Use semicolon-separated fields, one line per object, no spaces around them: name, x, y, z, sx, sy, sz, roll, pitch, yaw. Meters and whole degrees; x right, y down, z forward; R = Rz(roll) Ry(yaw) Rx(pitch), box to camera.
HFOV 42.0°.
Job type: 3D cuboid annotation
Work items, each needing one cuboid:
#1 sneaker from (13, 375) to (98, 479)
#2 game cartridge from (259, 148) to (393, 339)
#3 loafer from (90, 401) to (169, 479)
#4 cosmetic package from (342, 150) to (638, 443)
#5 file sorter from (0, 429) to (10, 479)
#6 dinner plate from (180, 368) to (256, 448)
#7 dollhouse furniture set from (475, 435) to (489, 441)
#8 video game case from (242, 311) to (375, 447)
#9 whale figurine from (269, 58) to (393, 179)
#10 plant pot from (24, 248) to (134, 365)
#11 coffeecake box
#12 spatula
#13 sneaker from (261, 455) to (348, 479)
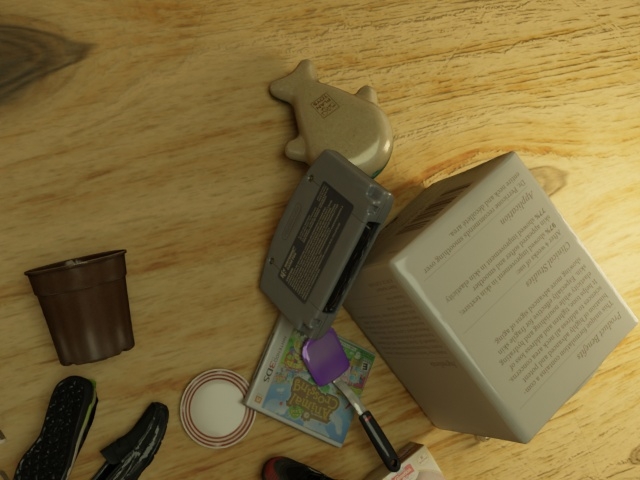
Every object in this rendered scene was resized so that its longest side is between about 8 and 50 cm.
sneaker;-0.417;0.336;1.364;0.084;0.097;0.235;16;67;13
game cartridge;0.000;0.000;1.481;0.062;0.198;0.297;12;113;-38
loafer;-0.334;0.369;1.407;0.078;0.076;0.223;36;75;-21
cosmetic package;0.285;0.111;1.547;0.329;0.327;0.394;-39;97;-21
file sorter;-0.562;0.373;1.258;0.173;0.193;0.278;-6;85;-24
dinner plate;-0.185;0.303;1.506;0.141;0.017;0.141;3;83;-21
dollhouse furniture set;0.363;0.350;1.718;0.114;0.091;0.081;0;40;-43
video game case;-0.017;0.259;1.565;0.212;0.023;0.193;29;72;-19
whale figurine;0.020;-0.219;1.610;0.216;0.141;0.272;-39;74;-9
plant pot;-0.388;0.112;1.383;0.167;0.167;0.165;-13;95;-22
coffeecake box;0.180;0.504;1.593;0.142;0.068;0.185;-33;95;-21
spatula;0.064;0.304;1.552;0.084;0.030;0.296;-31;85;-25
sneaker;0.016;0.453;1.454;0.276;0.135;0.097;33;46;20
